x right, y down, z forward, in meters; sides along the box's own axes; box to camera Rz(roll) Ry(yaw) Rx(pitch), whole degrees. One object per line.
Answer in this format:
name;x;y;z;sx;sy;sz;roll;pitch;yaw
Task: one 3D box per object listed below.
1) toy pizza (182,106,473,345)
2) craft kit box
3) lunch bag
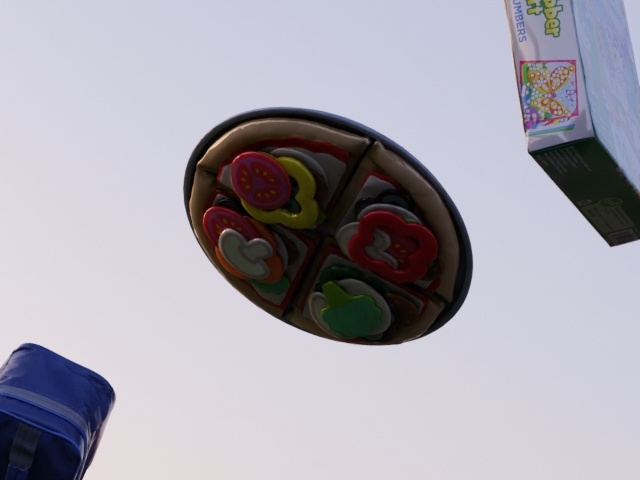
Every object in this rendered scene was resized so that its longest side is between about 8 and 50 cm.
toy pizza;0.000;0.000;1.153;0.201;0.032;0.201;15;-44;15
craft kit box;0.200;-0.147;1.398;0.061;0.247;0.250;-16;-21;18
lunch bag;-0.161;0.115;0.986;0.067;0.065;0.098;24;-52;2
